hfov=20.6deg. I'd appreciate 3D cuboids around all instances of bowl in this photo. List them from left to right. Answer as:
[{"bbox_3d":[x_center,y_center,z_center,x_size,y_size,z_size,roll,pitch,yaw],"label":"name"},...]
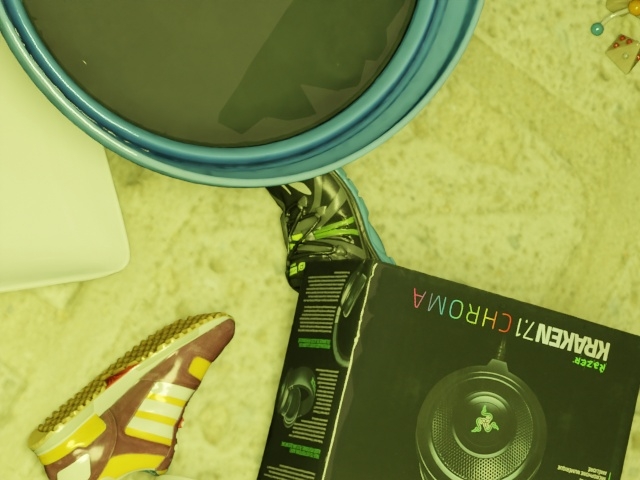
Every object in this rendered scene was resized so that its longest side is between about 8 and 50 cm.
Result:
[{"bbox_3d":[-0.065,-0.234,1.303,0.391,0.077,0.391,0,89,-18],"label":"bowl"}]

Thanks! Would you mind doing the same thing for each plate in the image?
[{"bbox_3d":[-0.301,-0.083,1.299,0.277,0.045,0.278,-10,80,-28],"label":"plate"}]

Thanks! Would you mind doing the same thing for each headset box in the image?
[{"bbox_3d":[0.088,0.180,1.334,0.246,0.131,0.283,17,82,-21],"label":"headset box"}]

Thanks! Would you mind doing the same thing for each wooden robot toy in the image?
[{"bbox_3d":[0.307,-0.240,1.611,0.076,0.079,0.173,22,68,-18],"label":"wooden robot toy"}]

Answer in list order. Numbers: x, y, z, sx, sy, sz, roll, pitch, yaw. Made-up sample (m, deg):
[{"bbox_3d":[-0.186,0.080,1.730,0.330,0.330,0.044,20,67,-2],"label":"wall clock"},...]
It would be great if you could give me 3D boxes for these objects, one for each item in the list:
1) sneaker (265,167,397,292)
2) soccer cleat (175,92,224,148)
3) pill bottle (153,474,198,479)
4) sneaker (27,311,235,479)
[{"bbox_3d":[0.000,0.000,1.404,0.078,0.067,0.188,-34,95,-35],"label":"sneaker"},{"bbox_3d":[-0.145,-0.160,1.364,0.095,0.083,0.248,-1,70,-53],"label":"soccer cleat"},{"bbox_3d":[-0.118,0.281,1.240,0.121,0.121,0.216,30,64,-15],"label":"pill bottle"},{"bbox_3d":[-0.127,0.128,1.315,0.185,0.069,0.084,-37,102,-23],"label":"sneaker"}]
